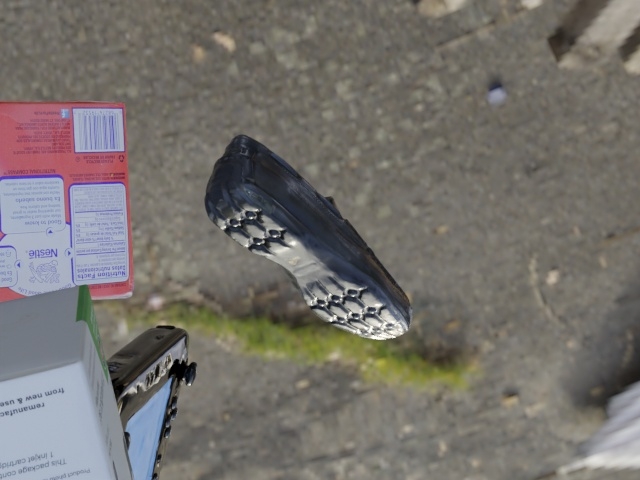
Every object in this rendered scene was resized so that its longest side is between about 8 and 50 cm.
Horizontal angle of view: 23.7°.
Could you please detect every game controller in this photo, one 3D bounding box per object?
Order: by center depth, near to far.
[{"bbox_3d":[-0.149,0.162,1.143,0.067,0.166,0.319,5,-174,5],"label":"game controller"}]

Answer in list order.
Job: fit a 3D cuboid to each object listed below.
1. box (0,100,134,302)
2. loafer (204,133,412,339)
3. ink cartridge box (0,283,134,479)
[{"bbox_3d":[-0.298,-0.022,1.107,0.300,0.154,0.142,-5,-177,-40],"label":"box"},{"bbox_3d":[0.000,0.000,1.216,0.076,0.078,0.223,-20,131,39],"label":"loafer"},{"bbox_3d":[-0.145,0.147,0.830,0.087,0.153,0.208,-12,105,-5],"label":"ink cartridge box"}]
